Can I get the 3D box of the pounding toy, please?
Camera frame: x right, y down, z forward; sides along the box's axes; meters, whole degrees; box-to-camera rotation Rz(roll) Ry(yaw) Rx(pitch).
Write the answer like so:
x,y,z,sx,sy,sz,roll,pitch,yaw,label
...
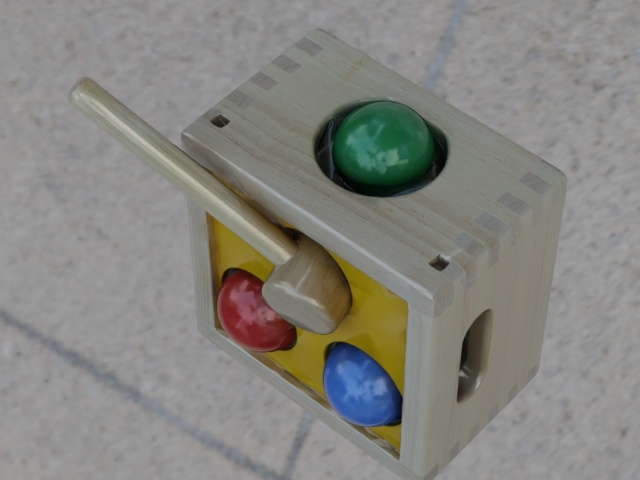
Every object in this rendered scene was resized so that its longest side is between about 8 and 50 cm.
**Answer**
x,y,z,sx,sy,sz,roll,pitch,yaw,label
0.000,0.000,0.576,0.130,0.100,0.141,33,147,26,pounding toy
